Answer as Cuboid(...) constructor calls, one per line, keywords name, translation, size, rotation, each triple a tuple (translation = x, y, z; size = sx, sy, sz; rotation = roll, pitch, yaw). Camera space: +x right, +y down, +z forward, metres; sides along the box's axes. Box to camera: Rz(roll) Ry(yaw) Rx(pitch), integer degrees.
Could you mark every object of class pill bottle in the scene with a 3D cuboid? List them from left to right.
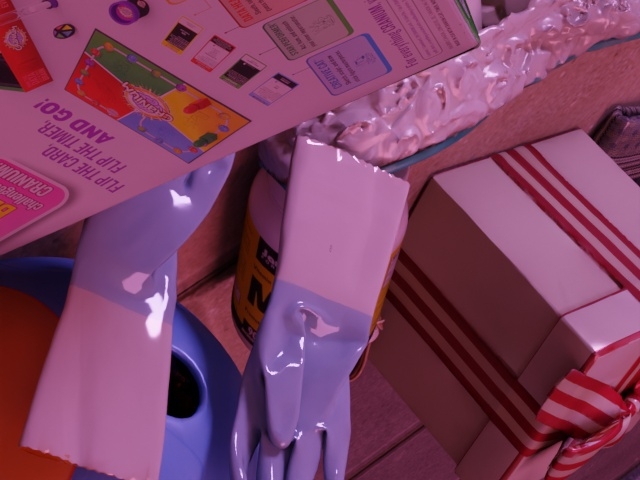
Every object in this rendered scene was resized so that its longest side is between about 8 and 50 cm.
Cuboid(name="pill bottle", translation=(0.000, 0.000, 1.166), size=(0.119, 0.119, 0.208), rotation=(-28, 153, -26))

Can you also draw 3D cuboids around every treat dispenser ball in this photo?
Cuboid(name="treat dispenser ball", translation=(-0.176, 0.154, 0.965), size=(0.288, 0.288, 0.288), rotation=(-32, 155, -17))

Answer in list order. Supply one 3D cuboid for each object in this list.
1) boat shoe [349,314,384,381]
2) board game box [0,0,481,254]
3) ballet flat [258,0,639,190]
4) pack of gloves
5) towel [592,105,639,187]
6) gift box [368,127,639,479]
Cuboid(name="boat shoe", translation=(0.031, 0.070, 1.402), size=(0.063, 0.059, 0.170), rotation=(-29, 154, -23))
Cuboid(name="board game box", translation=(-0.106, -0.108, 0.737), size=(0.316, 0.064, 0.242), rotation=(-22, 153, 11))
Cuboid(name="ballet flat", translation=(0.107, -0.168, 1.065), size=(0.409, 0.147, 0.147), rotation=(-28, 153, -32))
Cuboid(name="pack of gloves", translation=(-0.059, 0.039, 0.897), size=(0.195, 0.232, 0.046), rotation=(23, 157, -25))
Cuboid(name="towel", translation=(0.335, -0.044, 1.681), size=(0.324, 0.056, 0.312), rotation=(-12, 141, -43))
Cuboid(name="gift box", translation=(0.210, 0.066, 1.416), size=(0.255, 0.258, 0.276), rotation=(-22, 151, -36))
